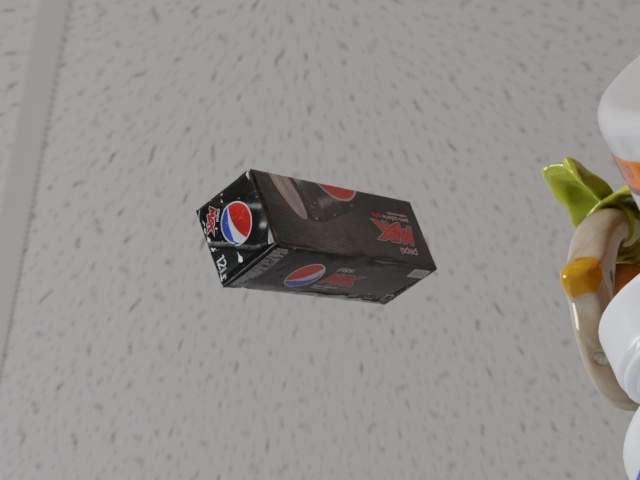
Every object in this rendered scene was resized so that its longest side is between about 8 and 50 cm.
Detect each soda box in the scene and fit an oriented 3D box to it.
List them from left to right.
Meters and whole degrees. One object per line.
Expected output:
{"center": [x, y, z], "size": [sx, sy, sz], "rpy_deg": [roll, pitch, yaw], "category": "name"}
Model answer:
{"center": [0.000, 0.000, 1.091], "size": [0.053, 0.169, 0.060], "rpy_deg": [-35, -117, 31], "category": "soda box"}

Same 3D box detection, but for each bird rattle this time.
{"center": [0.248, 0.054, 1.359], "size": [0.143, 0.207, 0.253], "rpy_deg": [-1, -65, 28], "category": "bird rattle"}

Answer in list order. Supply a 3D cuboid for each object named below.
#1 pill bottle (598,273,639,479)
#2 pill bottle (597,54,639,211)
{"center": [0.246, 0.133, 0.834], "size": [0.152, 0.152, 0.272], "rpy_deg": [-25, -122, 3], "category": "pill bottle"}
{"center": [0.352, 0.038, 1.041], "size": [0.224, 0.224, 0.392], "rpy_deg": [-28, -75, 4], "category": "pill bottle"}
